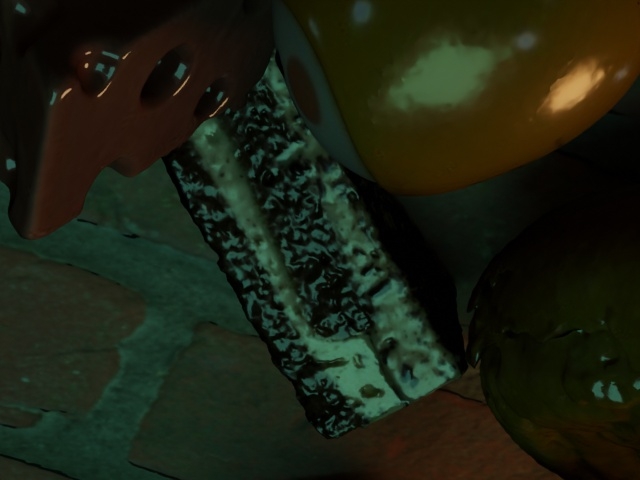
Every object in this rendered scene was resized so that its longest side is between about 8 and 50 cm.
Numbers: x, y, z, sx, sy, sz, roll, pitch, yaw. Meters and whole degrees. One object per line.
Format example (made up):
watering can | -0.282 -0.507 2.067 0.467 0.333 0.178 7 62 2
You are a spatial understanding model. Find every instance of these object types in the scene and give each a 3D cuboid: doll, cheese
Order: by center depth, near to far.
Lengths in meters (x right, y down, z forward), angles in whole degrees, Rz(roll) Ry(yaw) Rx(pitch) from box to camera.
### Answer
doll | 0.061 -0.148 0.967 0.213 0.213 0.236 -20 95 25
cheese | -0.143 -0.129 1.027 0.177 0.203 0.128 37 140 17

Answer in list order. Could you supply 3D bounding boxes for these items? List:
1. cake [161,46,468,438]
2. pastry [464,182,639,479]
cake | -0.005 -0.010 1.212 0.112 0.135 0.246 -27 100 15
pastry | 0.263 0.083 1.157 0.356 0.164 0.356 12 155 6
